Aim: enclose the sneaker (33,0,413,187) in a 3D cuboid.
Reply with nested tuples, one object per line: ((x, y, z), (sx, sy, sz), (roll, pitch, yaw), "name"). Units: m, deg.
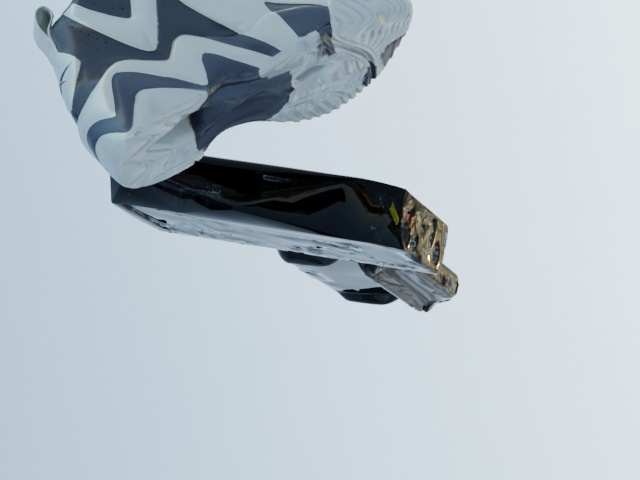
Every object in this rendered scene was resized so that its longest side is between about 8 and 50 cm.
((-0.068, -0.137, 1.195), (0.235, 0.094, 0.153), (-29, -114, -24), "sneaker")

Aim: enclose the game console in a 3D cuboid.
((0.000, 0.000, 1.422), (0.361, 0.213, 0.044), (36, -115, -69), "game console")
